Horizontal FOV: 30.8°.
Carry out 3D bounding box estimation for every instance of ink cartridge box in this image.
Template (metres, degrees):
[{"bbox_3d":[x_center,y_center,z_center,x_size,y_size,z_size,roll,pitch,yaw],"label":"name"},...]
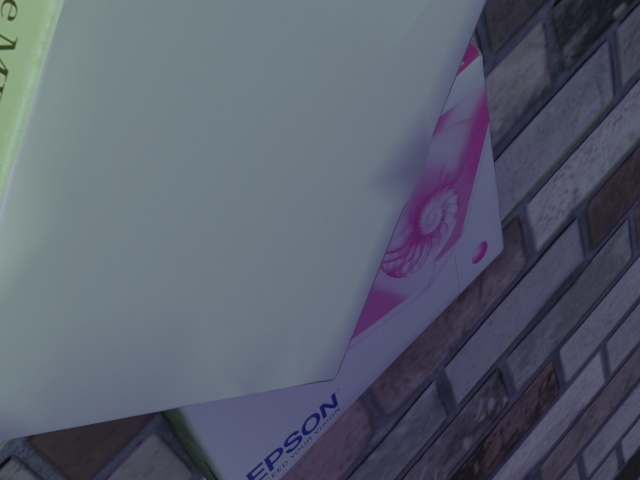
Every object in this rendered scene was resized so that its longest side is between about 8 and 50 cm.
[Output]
[{"bbox_3d":[0.000,0.000,0.844,0.324,0.071,0.330,-43,146,-18],"label":"ink cartridge box"}]

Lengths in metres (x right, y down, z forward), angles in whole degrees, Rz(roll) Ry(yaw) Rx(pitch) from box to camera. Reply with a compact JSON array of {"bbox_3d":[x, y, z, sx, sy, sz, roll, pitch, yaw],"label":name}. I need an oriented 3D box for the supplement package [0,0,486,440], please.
[{"bbox_3d":[-0.111,-0.084,0.456,0.198,0.262,0.199,-2,118,-51],"label":"supplement package"}]
